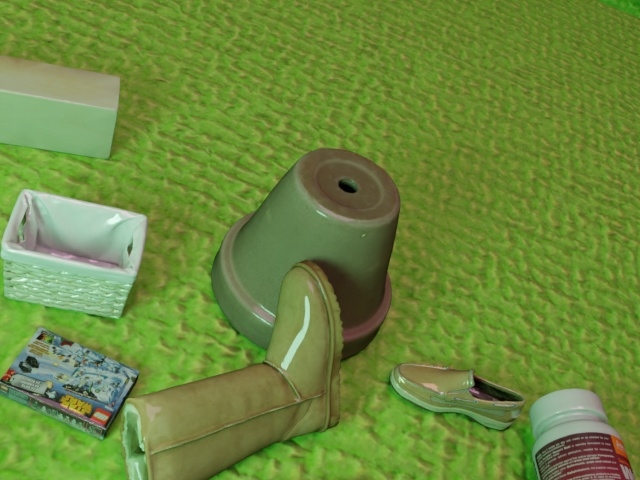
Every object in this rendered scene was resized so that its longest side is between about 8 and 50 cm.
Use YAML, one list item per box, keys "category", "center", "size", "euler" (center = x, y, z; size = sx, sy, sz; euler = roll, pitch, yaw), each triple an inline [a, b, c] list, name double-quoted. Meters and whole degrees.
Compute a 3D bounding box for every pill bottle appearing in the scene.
- category: "pill bottle"
  center: [0.345, 0.312, 1.079]
  size: [0.121, 0.121, 0.221]
  euler: [11, 45, -14]

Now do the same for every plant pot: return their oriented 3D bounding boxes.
- category: "plant pot"
  center: [0.000, 0.000, 1.150]
  size: [0.263, 0.229, 0.263]
  euler: [13, 43, -12]

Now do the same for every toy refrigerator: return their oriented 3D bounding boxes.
- category: "toy refrigerator"
  center: [-0.445, -0.209, 1.243]
  size: [0.270, 0.102, 0.094]
  euler: [7, 45, -17]

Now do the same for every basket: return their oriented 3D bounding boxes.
- category: "basket"
  center: [-0.319, 0.021, 1.074]
  size: [0.167, 0.103, 0.113]
  euler: [13, 44, -13]

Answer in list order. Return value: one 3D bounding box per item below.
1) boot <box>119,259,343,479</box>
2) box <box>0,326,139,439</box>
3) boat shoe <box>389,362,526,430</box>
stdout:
- category: "boot"
  center: [-0.099, 0.162, 0.968]
  size: [0.270, 0.236, 0.089]
  euler: [-12, 11, -35]
- category: "box"
  center: [-0.299, 0.170, 0.992]
  size: [0.137, 0.027, 0.094]
  euler: [25, 41, 0]
- category: "boat shoe"
  center: [0.193, 0.202, 1.153]
  size: [0.190, 0.072, 0.068]
  euler: [17, 44, -9]
